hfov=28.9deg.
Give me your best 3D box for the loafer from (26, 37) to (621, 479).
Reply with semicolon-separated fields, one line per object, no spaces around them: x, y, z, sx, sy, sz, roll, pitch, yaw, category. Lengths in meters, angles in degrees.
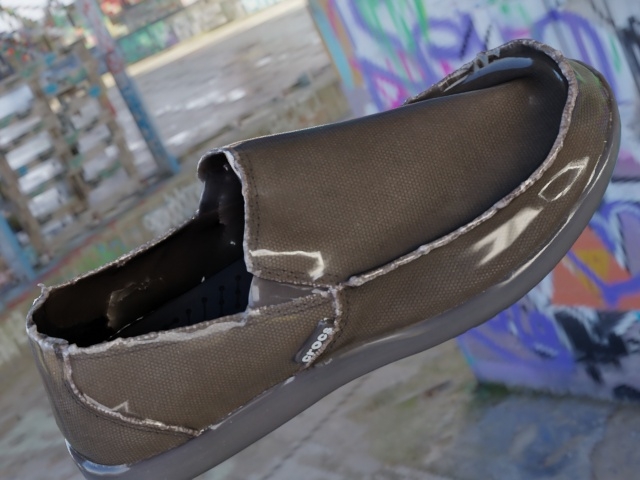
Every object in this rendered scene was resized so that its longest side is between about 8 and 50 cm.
0.000;0.000;0.669;0.366;0.130;0.134;-36;40;-3;loafer
